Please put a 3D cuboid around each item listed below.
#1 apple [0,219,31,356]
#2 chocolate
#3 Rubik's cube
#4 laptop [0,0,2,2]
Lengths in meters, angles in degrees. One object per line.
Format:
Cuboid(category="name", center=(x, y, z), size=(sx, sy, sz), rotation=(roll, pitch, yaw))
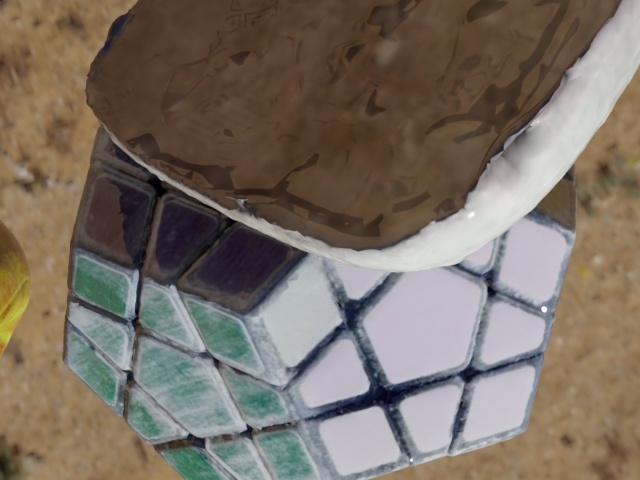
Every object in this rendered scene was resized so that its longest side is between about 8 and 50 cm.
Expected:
Cuboid(category="apple", center=(-0.413, 0.059, 1.924), size=(0.226, 0.246, 0.246), rotation=(29, 119, -1))
Cuboid(category="chocolate", center=(0.062, -0.123, 0.684), size=(0.303, 0.185, 0.100), rotation=(-57, 145, -10))
Cuboid(category="Rubik's cube", center=(0.000, 0.000, 1.124), size=(0.264, 0.319, 0.319), rotation=(11, 128, -1))
Cuboid(category="laptop", center=(-0.152, -0.132, 0.939), size=(0.016, 0.180, 0.129), rotation=(41, 128, -15))
